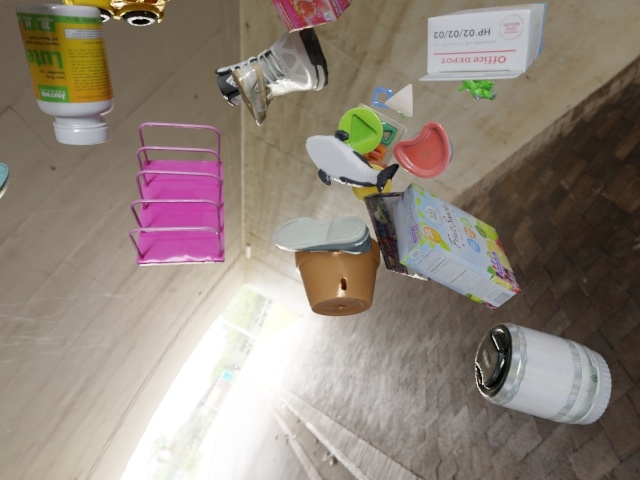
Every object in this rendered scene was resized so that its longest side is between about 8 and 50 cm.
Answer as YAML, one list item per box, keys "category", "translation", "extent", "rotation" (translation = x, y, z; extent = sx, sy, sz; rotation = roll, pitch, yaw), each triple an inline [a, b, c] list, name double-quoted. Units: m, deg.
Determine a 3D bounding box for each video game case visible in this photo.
- category: "video game case"
  translation: [0.210, -0.017, 1.143]
  extent: [0.042, 0.232, 0.210]
  rotation: [-24, 12, -18]

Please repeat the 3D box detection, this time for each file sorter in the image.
- category: "file sorter"
  translation: [-0.334, -0.111, 1.009]
  extent: [0.182, 0.202, 0.290]
  rotation: [114, 152, -62]

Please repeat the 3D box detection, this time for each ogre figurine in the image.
- category: "ogre figurine"
  translation: [0.575, -0.597, 1.586]
  extent: [0.097, 0.197, 0.118]
  rotation: [-2, 30, 48]

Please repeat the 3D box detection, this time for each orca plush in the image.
- category: "orca plush"
  translation: [0.091, -0.215, 1.140]
  extent: [0.102, 0.287, 0.151]
  rotation: [-11, -69, -47]

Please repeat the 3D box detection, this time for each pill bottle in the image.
- category: "pill bottle"
  translation: [-0.481, -0.319, 0.823]
  extent: [0.136, 0.137, 0.245]
  rotation: [-64, -20, -61]

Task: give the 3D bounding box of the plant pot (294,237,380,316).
- category: "plant pot"
  translation: [0.062, 0.126, 1.398]
  extent: [0.291, 0.291, 0.203]
  rotation: [120, 150, -59]

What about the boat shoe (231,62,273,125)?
- category: "boat shoe"
  translation: [-0.119, -0.279, 0.821]
  extent: [0.059, 0.063, 0.170]
  rotation: [-31, -9, -3]

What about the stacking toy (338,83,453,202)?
- category: "stacking toy"
  translation: [0.216, -0.284, 1.247]
  extent: [0.309, 0.279, 0.130]
  rotation: [-20, 11, 27]

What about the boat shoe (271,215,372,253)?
- category: "boat shoe"
  translation: [0.000, 0.000, 1.224]
  extent: [0.320, 0.099, 0.116]
  rotation: [-3, 51, 33]

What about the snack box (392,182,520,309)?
- category: "snack box"
  translation: [0.236, 0.007, 0.762]
  extent: [0.070, 0.207, 0.174]
  rotation: [-55, 18, 35]

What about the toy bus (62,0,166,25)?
- category: "toy bus"
  translation: [-0.437, -0.572, 0.916]
  extent: [0.211, 0.220, 0.149]
  rotation: [14, 113, 56]

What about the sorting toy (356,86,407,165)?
- category: "sorting toy"
  translation: [0.177, -0.355, 1.488]
  extent: [0.347, 0.196, 0.047]
  rotation: [-62, 0, 23]

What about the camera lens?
- category: "camera lens"
  translation: [0.576, 0.353, 1.136]
  extent: [0.219, 0.275, 0.219]
  rotation: [16, -90, -89]

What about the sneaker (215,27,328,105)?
- category: "sneaker"
  translation: [-0.147, -0.449, 1.174]
  extent: [0.258, 0.169, 0.447]
  rotation: [-25, 17, -10]

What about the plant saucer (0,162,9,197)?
- category: "plant saucer"
  translation: [-0.574, -0.082, 0.716]
  extent: [0.119, 0.119, 0.021]
  rotation: [-62, -30, -27]

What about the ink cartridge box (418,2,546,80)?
- category: "ink cartridge box"
  translation: [0.188, -0.229, 0.484]
  extent: [0.181, 0.104, 0.061]
  rotation: [-43, -45, -47]

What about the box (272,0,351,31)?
- category: "box"
  translation: [-0.046, -0.529, 0.757]
  extent: [0.122, 0.128, 0.257]
  rotation: [-59, -44, -23]
